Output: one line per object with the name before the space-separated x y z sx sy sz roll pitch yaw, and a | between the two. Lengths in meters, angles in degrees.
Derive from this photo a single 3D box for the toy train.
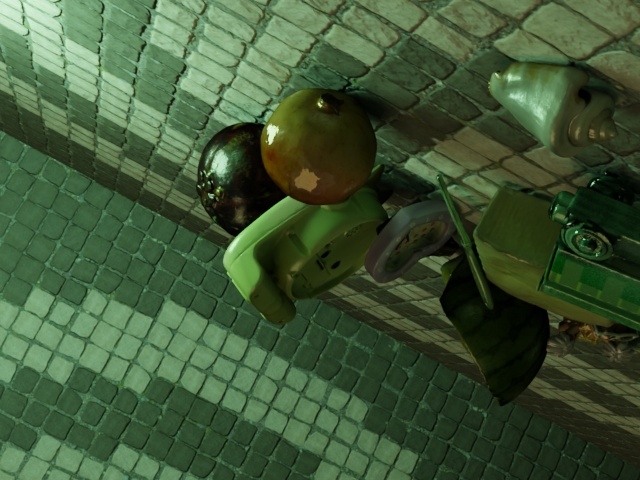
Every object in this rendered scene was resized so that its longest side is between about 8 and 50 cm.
toy train | 0.459 0.033 1.405 0.300 0.120 0.202 22 148 17

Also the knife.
knife | 0.259 0.006 1.770 0.043 0.019 0.293 -107 -8 -66

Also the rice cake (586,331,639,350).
rice cake | 0.620 0.184 1.963 0.063 0.066 0.336 32 168 -26

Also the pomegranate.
pomegranate | 0.001 -0.150 1.570 0.191 0.191 0.191 25 168 6

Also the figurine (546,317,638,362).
figurine | 0.522 0.160 1.900 0.174 0.116 0.240 6 156 -6

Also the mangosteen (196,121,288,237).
mangosteen | -0.094 -0.116 1.923 0.289 0.232 0.231 -4 176 -15

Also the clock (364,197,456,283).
clock | 0.158 -0.016 1.831 0.064 0.198 0.172 50 172 29

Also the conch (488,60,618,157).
conch | 0.280 -0.168 1.195 0.104 0.094 0.176 20 -155 -54

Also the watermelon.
watermelon | 0.360 0.155 1.977 0.331 0.189 0.331 53 -163 -25

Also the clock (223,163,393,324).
clock | 0.000 0.000 1.858 0.117 0.348 0.286 52 178 21

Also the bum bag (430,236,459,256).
bum bag | 0.197 -0.001 2.068 0.102 0.069 0.248 14 174 -17

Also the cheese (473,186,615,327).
cheese | 0.394 0.035 1.670 0.242 0.124 0.265 26 169 22
